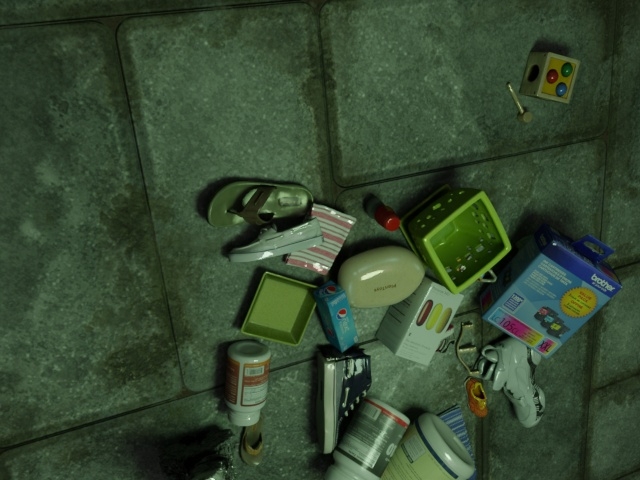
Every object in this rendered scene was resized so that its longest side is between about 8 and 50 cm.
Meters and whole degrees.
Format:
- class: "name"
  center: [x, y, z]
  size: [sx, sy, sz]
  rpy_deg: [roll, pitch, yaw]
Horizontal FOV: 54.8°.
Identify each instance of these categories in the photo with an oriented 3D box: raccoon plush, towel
- class: "raccoon plush"
  center: [-0.306, 0.698, 1.617]
  size: [0.216, 0.446, 0.299]
  rpy_deg: [-13, 92, -2]
- class: "towel"
  center: [0.415, 0.755, 2.162]
  size: [0.243, 0.040, 0.336]
  rpy_deg: [-22, 113, -13]
- class: "towel"
  center: [0.000, 0.000, 1.709]
  size: [0.144, 0.029, 0.197]
  rpy_deg: [17, 114, -27]

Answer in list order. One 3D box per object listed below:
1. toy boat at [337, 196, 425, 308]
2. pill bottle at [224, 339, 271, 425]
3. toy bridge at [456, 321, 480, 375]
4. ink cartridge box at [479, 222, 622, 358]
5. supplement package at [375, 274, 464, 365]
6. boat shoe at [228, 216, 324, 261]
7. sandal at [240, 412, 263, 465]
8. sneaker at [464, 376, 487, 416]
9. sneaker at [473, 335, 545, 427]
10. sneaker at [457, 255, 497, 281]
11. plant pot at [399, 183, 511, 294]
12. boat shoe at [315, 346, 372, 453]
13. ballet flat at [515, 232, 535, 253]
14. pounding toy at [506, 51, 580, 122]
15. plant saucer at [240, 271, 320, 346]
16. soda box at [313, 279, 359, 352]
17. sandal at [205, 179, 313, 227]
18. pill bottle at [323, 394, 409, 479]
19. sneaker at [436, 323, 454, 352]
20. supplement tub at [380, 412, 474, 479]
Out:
- class: "toy boat"
  center: [0.173, 0.039, 1.772]
  size: [0.267, 0.148, 0.318]
  rpy_deg: [-6, 117, -16]
- class: "pill bottle"
  center: [-0.206, 0.399, 1.723]
  size: [0.121, 0.121, 0.216]
  rpy_deg: [0, 107, -23]
- class: "toy bridge"
  center: [0.484, 0.361, 2.049]
  size: [0.063, 0.026, 0.188]
  rpy_deg: [-10, 101, 8]
- class: "ink cartridge box"
  center: [0.718, 0.135, 1.906]
  size: [0.270, 0.151, 0.395]
  rpy_deg: [31, 114, -7]
- class: "supplement package"
  center: [0.299, 0.230, 1.878]
  size: [0.139, 0.134, 0.244]
  rpy_deg: [22, 97, -28]
- class: "boat shoe"
  center: [-0.123, -0.003, 1.636]
  size: [0.258, 0.095, 0.084]
  rpy_deg: [-13, 96, -5]
- class: "sandal"
  center: [-0.196, 0.595, 1.831]
  size: [0.072, 0.049, 0.180]
  rpy_deg: [0, 107, -23]
- class: "sneaker"
  center: [0.542, 0.550, 2.126]
  size: [0.064, 0.067, 0.175]
  rpy_deg: [-33, 118, -12]
- class: "sneaker"
  center: [0.642, 0.491, 2.116]
  size: [0.210, 0.137, 0.366]
  rpy_deg: [-13, 107, -18]
- class: "sneaker"
  center: [0.472, 0.083, 1.933]
  size: [0.185, 0.084, 0.070]
  rpy_deg: [17, 99, -27]
- class: "plant pot"
  center: [0.372, -0.019, 1.787]
  size: [0.228, 0.207, 0.227]
  rpy_deg: [-38, 118, -8]
- class: "boat shoe"
  center: [0.074, 0.481, 1.864]
  size: [0.158, 0.127, 0.341]
  rpy_deg: [-2, 107, -15]
- class: "ballet flat"
  center: [0.709, 0.137, 2.048]
  size: [0.123, 0.123, 0.349]
  rpy_deg: [-24, 115, -15]
- class: "pounding toy"
  center: [0.652, -0.448, 1.831]
  size: [0.181, 0.094, 0.206]
  rpy_deg: [5, 104, -25]
- class: "plant saucer"
  center: [-0.115, 0.188, 1.736]
  size: [0.188, 0.045, 0.188]
  rpy_deg: [19, 99, -27]
- class: "soda box"
  center: [0.046, 0.220, 1.771]
  size: [0.067, 0.071, 0.210]
  rpy_deg: [-33, 130, -22]
- class: "sandal"
  center: [-0.149, -0.095, 1.602]
  size: [0.302, 0.086, 0.120]
  rpy_deg: [-8, 114, -23]
- class: "pill bottle"
  center: [0.140, 0.635, 1.891]
  size: [0.161, 0.161, 0.283]
  rpy_deg: [40, 74, -28]
- class: "sneaker"
  center: [0.366, 0.338, 1.982]
  size: [0.170, 0.063, 0.075]
  rpy_deg: [-29, 110, -18]
- class: "supplement tub"
  center: [0.298, 0.736, 1.968]
  size: [0.325, 0.235, 0.235]
  rpy_deg: [-43, 119, 10]
